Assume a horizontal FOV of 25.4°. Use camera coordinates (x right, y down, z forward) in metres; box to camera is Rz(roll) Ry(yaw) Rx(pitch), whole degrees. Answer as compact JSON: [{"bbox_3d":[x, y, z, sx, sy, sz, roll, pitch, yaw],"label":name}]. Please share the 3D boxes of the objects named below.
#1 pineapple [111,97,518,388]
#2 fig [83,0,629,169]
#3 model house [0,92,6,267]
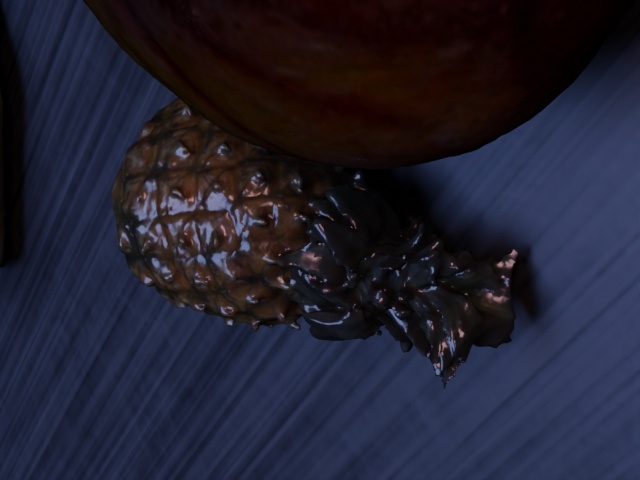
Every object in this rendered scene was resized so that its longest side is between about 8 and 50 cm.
[{"bbox_3d":[0.000,0.000,0.625,0.198,0.108,0.108,21,122,33],"label":"pineapple"},{"bbox_3d":[0.002,-0.138,0.468,0.235,0.214,0.235,1,93,31],"label":"fig"},{"bbox_3d":[-0.339,-0.047,0.925,0.173,0.239,0.268,34,132,42],"label":"model house"}]
